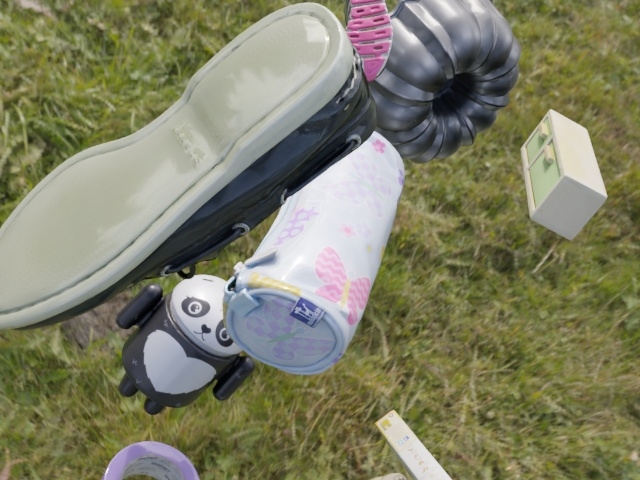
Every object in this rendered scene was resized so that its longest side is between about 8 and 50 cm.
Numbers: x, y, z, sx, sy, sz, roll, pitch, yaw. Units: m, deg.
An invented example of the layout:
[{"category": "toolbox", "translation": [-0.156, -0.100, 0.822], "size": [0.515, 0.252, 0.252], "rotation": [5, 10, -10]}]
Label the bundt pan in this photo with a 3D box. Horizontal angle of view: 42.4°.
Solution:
[{"category": "bundt pan", "translation": [0.211, -0.268, 1.421], "size": [0.331, 0.330, 0.124], "rotation": [-25, 52, -18]}]

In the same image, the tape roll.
[{"category": "tape roll", "translation": [-0.331, 0.489, 1.585], "size": [0.189, 0.080, 0.189], "rotation": [17, 43, -17]}]

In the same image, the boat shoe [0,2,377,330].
[{"category": "boat shoe", "translation": [-0.102, -0.029, 0.611], "size": [0.340, 0.113, 0.127], "rotation": [-39, 53, 9]}]

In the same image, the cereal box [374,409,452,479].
[{"category": "cereal box", "translation": [0.187, 0.396, 1.313], "size": [0.047, 0.240, 0.173], "rotation": [-35, 120, -5]}]

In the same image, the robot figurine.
[{"category": "robot figurine", "translation": [-0.245, 0.189, 1.484], "size": [0.278, 0.209, 0.173], "rotation": [-46, 52, 19]}]

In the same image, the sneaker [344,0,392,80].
[{"category": "sneaker", "translation": [0.062, -0.281, 1.083], "size": [0.063, 0.075, 0.170], "rotation": [-5, 74, 6]}]

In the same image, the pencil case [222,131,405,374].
[{"category": "pencil case", "translation": [0.000, 0.000, 0.811], "size": [0.124, 0.113, 0.273], "rotation": [31, 45, -5]}]

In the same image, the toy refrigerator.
[{"category": "toy refrigerator", "translation": [0.426, -0.126, 1.480], "size": [0.094, 0.102, 0.269], "rotation": [27, 33, -7]}]

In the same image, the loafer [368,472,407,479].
[{"category": "loafer", "translation": [0.099, 0.433, 1.135], "size": [0.102, 0.092, 0.268], "rotation": [-40, 121, -54]}]
